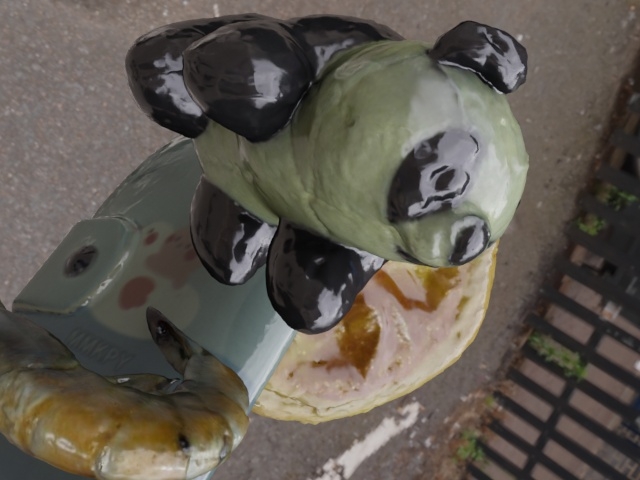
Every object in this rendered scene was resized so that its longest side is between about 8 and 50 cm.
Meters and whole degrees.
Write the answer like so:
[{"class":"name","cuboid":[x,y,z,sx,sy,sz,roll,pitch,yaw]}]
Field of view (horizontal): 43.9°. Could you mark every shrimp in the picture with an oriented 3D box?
[{"class":"shrimp","cuboid":[-0.130,0.065,0.439,0.150,0.217,0.051,-9,120,-56]}]

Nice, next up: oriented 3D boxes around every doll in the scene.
[{"class":"doll","cuboid":[-0.001,-0.050,0.393,0.135,0.234,0.143,-27,114,-18]}]

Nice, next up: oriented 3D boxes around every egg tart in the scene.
[{"class":"egg tart","cuboid":[0.000,0.000,0.953,0.444,0.178,0.442,-5,106,-17]}]

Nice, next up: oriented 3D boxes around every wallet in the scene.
[{"class":"wallet","cuboid":[-0.128,0.051,0.599,0.360,0.252,0.083,-58,140,-24]}]
